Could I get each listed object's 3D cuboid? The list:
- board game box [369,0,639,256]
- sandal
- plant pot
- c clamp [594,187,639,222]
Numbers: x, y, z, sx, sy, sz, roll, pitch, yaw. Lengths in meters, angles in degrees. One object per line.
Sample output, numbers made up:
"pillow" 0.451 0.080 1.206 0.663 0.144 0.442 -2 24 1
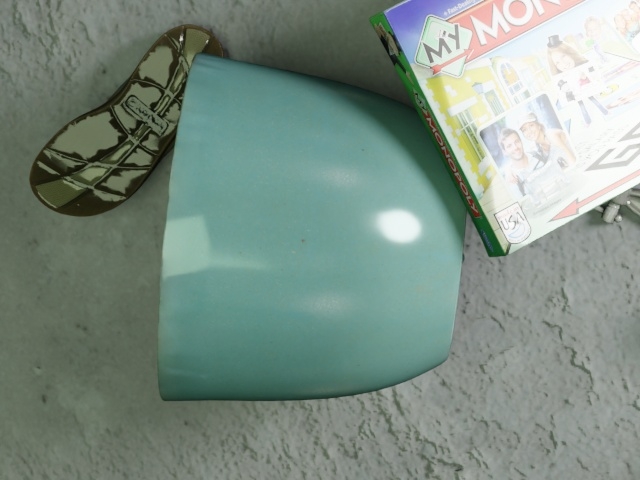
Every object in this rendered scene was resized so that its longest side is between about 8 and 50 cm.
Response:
"board game box" 0.225 -0.152 1.501 0.317 0.046 0.213 -29 95 -12
"sandal" -0.171 -0.108 1.723 0.090 0.060 0.219 41 97 -2
"plant pot" 0.000 0.000 1.581 0.235 0.293 0.293 6 105 0
"c clamp" 0.290 -0.074 1.600 0.137 0.022 0.160 32 111 8
